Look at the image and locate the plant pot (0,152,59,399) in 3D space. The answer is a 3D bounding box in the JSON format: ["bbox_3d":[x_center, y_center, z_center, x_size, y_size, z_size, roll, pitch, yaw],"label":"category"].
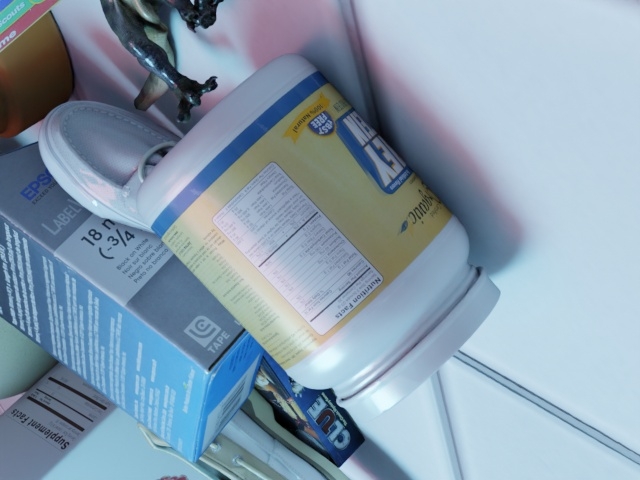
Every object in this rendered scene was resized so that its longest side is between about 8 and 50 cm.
[{"bbox_3d":[-0.388,0.011,1.332,0.284,0.284,0.191,39,122,16],"label":"plant pot"}]

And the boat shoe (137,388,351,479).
[{"bbox_3d":[-0.047,0.243,1.172,0.302,0.103,0.113,41,156,10],"label":"boat shoe"}]

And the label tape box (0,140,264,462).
[{"bbox_3d":[-0.205,0.026,1.050,0.334,0.106,0.240,36,153,9],"label":"label tape box"}]

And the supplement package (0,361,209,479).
[{"bbox_3d":[-0.221,0.227,1.309,0.175,0.293,0.177,13,141,53],"label":"supplement package"}]

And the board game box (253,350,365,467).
[{"bbox_3d":[-0.073,0.108,1.182,0.165,0.042,0.243,10,138,54],"label":"board game box"}]

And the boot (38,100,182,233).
[{"bbox_3d":[-0.093,-0.050,0.899,0.258,0.095,0.123,30,149,2],"label":"boot"}]

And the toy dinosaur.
[{"bbox_3d":[-0.116,-0.152,0.817,0.118,0.064,0.268,40,161,28],"label":"toy dinosaur"}]

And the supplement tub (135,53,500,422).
[{"bbox_3d":[0.000,0.000,0.750,0.199,0.144,0.144,47,157,-2],"label":"supplement tub"}]

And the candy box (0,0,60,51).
[{"bbox_3d":[-0.369,-0.223,0.853,0.317,0.268,0.122,38,159,19],"label":"candy box"}]

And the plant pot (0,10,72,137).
[{"bbox_3d":[-0.390,-0.175,1.053,0.291,0.203,0.291,36,155,20],"label":"plant pot"}]
